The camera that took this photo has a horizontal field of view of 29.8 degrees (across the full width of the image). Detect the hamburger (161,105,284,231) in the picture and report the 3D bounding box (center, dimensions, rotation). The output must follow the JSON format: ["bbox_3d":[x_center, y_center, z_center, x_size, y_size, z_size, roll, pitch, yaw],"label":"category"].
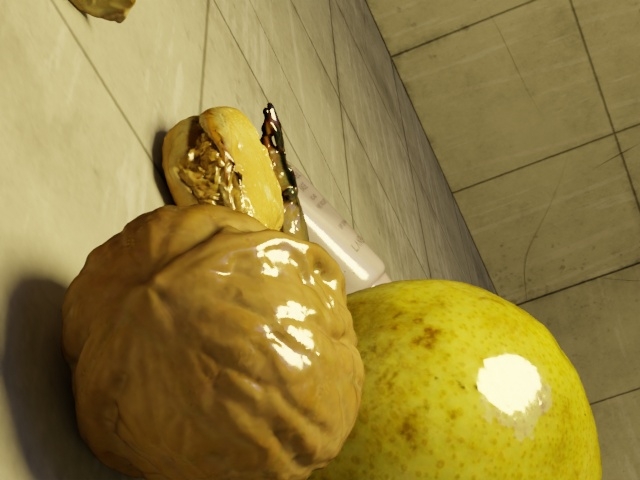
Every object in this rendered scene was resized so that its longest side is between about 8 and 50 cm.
[{"bbox_3d":[-0.091,-0.055,1.130,0.147,0.083,0.138,-57,130,-73],"label":"hamburger"}]

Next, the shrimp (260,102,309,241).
[{"bbox_3d":[-0.052,-0.030,1.311,0.117,0.066,0.262,-119,-163,-66],"label":"shrimp"}]

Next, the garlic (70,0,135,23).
[{"bbox_3d":[-0.205,-0.273,0.983,0.195,0.087,0.101,54,32,-59],"label":"garlic"}]

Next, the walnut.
[{"bbox_3d":[-0.068,0.073,0.779,0.213,0.213,0.213,-20,90,-78],"label":"walnut"}]

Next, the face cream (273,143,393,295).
[{"bbox_3d":[0.000,0.000,1.462,0.274,0.096,0.154,55,17,-5],"label":"face cream"}]

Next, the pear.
[{"bbox_3d":[0.083,0.178,1.043,0.304,0.304,0.304,-20,90,-78],"label":"pear"}]
